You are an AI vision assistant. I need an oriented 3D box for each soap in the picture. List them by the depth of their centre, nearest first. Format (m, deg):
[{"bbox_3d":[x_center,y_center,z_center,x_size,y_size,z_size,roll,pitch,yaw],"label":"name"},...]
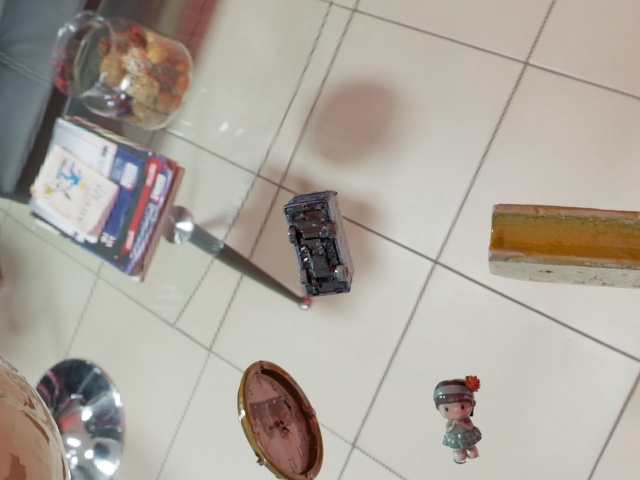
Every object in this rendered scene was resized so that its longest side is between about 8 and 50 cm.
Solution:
[{"bbox_3d":[0.305,0.009,0.846,0.232,0.140,0.073,3,77,14],"label":"soap"}]

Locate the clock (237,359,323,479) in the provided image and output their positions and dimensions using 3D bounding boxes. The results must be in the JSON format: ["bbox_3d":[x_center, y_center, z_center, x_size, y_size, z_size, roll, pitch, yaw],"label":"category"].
[{"bbox_3d":[-0.081,0.328,1.368,0.057,0.237,0.237,-31,70,20],"label":"clock"}]

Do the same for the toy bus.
[{"bbox_3d":[0.000,0.000,1.383,0.090,0.106,0.184,-6,115,16],"label":"toy bus"}]

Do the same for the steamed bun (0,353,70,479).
[{"bbox_3d":[-0.335,0.159,0.526,0.334,0.312,0.232,29,109,20],"label":"steamed bun"}]

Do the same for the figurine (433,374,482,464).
[{"bbox_3d":[0.173,0.216,0.934,0.060,0.047,0.105,-9,100,17],"label":"figurine"}]
